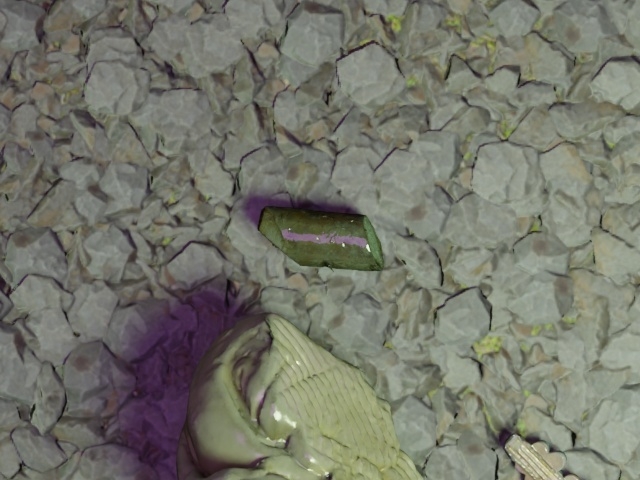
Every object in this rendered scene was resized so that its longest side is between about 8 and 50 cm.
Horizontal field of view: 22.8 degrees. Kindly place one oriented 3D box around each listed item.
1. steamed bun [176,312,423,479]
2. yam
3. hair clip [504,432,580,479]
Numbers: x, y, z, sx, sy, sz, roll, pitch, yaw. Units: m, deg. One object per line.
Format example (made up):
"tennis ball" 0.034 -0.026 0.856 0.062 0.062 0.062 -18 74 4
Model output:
"steamed bun" -0.035 0.255 1.694 0.206 0.275 0.320 -35 52 30
"yam" 0.000 0.000 1.790 0.146 0.070 0.070 4 87 4
"hair clip" 0.288 0.294 1.754 0.062 0.056 0.214 -46 74 17
